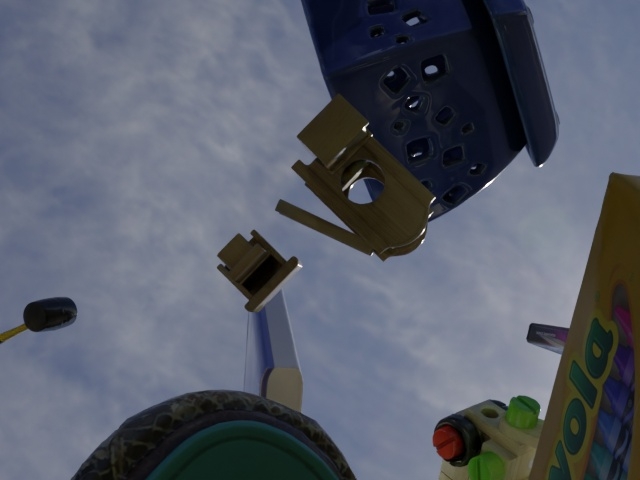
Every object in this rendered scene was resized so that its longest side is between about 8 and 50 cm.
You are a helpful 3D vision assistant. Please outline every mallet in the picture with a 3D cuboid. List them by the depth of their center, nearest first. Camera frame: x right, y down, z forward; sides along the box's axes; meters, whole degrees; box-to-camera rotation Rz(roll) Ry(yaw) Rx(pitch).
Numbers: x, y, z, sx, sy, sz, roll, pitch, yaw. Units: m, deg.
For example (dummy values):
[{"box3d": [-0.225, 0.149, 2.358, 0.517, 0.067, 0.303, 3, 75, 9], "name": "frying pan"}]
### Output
[{"box3d": [-0.380, 0.114, 1.456, 0.189, 0.039, 0.062, -24, -8, 20], "name": "mallet"}]

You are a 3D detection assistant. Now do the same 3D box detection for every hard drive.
[{"box3d": [-0.056, 0.179, 1.281, 0.040, 0.319, 0.210, 3, -76, -6], "name": "hard drive"}]

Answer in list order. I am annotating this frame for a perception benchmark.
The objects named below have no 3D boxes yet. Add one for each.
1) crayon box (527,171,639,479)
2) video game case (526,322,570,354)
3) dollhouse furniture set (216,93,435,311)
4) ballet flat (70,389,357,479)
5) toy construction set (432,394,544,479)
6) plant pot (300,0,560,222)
[{"box3d": [0.216, 0.189, 0.643, 0.106, 0.313, 0.363, 4, -68, -17], "name": "crayon box"}, {"box3d": [0.373, 0.129, 1.219, 0.196, 0.274, 0.026, 21, -100, -42], "name": "video game case"}, {"box3d": [0.000, 0.000, 0.892, 0.101, 0.182, 0.161, 44, -89, 6], "name": "dollhouse furniture set"}, {"box3d": [-0.154, 0.258, 0.441, 0.164, 0.182, 0.483, 43, -121, -7], "name": "ballet flat"}, {"box3d": [0.200, 0.267, 1.131, 0.151, 0.215, 0.328, 4, -68, -48], "name": "toy construction set"}, {"box3d": [0.117, -0.183, 1.278, 0.212, 0.236, 0.236, -20, -48, 7], "name": "plant pot"}]
